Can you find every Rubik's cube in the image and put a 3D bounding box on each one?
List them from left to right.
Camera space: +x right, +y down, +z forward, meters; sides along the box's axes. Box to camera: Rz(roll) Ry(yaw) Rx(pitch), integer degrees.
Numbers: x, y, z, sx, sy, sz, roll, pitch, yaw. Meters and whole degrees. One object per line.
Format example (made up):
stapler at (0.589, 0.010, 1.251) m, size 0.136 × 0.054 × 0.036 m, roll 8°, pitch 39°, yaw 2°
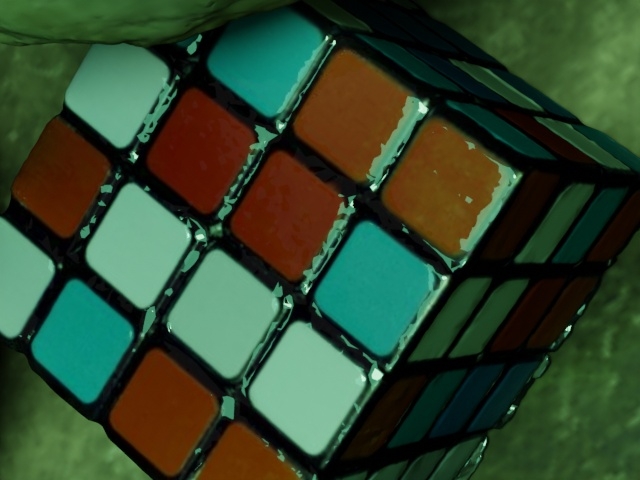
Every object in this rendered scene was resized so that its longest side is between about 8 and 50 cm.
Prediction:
Rubik's cube at (0.000, 0.000, 0.645) m, size 0.151 × 0.154 × 0.155 m, roll 38°, pitch 105°, yaw 22°

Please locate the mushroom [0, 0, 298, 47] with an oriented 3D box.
mushroom at (-0.033, -0.164, 0.513) m, size 0.267 × 0.189 × 0.164 m, roll -20°, pitch 55°, yaw -6°
